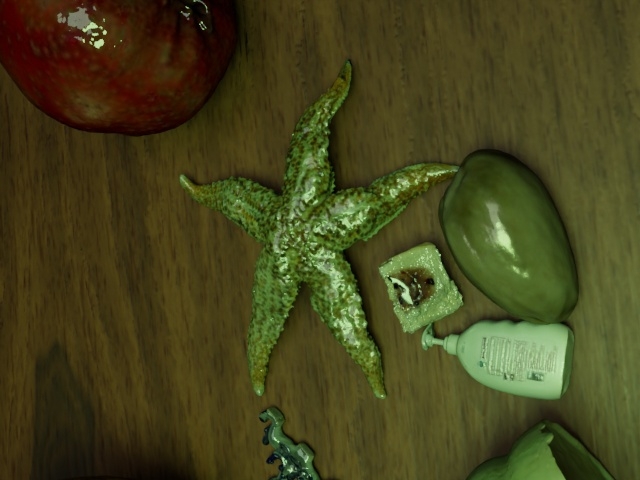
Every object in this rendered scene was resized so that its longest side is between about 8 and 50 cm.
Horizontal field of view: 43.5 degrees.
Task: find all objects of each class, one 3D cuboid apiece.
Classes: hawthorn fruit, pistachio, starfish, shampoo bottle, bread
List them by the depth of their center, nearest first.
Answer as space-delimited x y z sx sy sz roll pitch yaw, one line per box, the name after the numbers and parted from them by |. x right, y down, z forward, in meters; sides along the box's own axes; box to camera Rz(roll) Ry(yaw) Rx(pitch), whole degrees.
0.184 -0.002 0.782 0.185 0.126 0.108 68 153 10 | pistachio
0.173 0.113 0.808 0.152 0.045 0.077 5 88 27 | shampoo bottle
0.104 0.048 0.832 0.070 0.035 0.083 -23 95 -5 | bread
0.000 0.001 0.886 0.347 0.078 0.357 -36 73 17 | starfish
-0.255 -0.244 0.925 0.307 0.265 0.265 -3 86 34 | hawthorn fruit

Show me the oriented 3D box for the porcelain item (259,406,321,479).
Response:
-0.036 0.262 0.915 0.136 0.021 0.075 45 110 21 | porcelain item

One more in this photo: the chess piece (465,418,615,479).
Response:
0.103 0.378 0.724 0.442 0.234 0.234 -41 72 16 | chess piece

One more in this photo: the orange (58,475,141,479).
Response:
-0.263 0.428 0.862 0.357 0.322 0.322 -48 69 25 | orange
